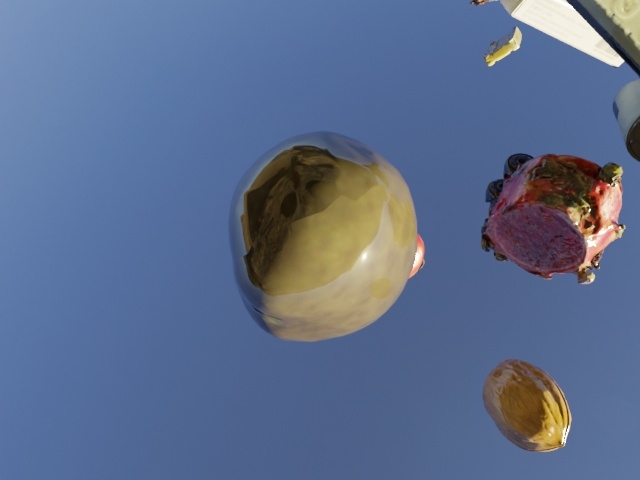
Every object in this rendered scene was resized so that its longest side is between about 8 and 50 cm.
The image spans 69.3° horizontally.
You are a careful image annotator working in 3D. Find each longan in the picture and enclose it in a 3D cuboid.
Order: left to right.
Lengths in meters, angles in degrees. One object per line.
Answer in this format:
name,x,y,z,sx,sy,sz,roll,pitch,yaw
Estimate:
longan,0.000,0.000,0.824,0.336,0.404,0.404,29,-101,12

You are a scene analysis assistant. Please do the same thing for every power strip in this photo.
power strip,0.486,-0.335,0.693,0.256,0.070,0.105,34,-80,-14

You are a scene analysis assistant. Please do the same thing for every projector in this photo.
projector,0.645,-0.243,0.907,0.108,0.108,0.337,20,-147,18

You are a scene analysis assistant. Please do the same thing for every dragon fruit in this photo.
dragon fruit,0.401,-0.024,0.821,0.211,0.282,0.147,34,-121,-8

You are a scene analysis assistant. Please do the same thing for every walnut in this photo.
walnut,0.374,0.301,0.845,0.144,0.144,0.180,-25,-150,2

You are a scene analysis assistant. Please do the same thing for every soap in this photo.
soap,0.541,-0.577,1.371,0.092,0.252,0.037,-29,-75,36

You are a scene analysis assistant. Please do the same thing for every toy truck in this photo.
toy truck,0.474,-0.076,1.046,0.177,0.161,0.213,25,-120,33

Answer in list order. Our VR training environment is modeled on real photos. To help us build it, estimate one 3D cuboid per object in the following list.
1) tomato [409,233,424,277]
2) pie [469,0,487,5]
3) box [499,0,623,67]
tomato,0.169,0.032,1.173,0.187,0.151,0.187,-27,-151,17
pie,0.506,-0.695,1.133,0.257,0.274,0.105,-38,-81,-41
box,0.494,-0.489,0.963,0.343,0.065,0.200,7,-128,-27
